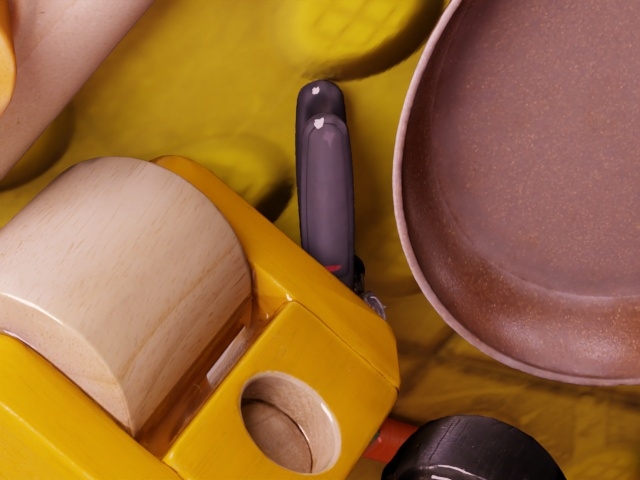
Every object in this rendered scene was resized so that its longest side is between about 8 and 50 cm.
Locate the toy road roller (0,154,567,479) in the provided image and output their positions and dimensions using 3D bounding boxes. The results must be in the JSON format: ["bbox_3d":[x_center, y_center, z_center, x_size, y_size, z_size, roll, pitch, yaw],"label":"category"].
[{"bbox_3d":[-0.065,0.148,0.895,0.329,0.202,0.240,43,127,-3],"label":"toy road roller"}]

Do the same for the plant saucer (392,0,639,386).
[{"bbox_3d":[0.176,-0.066,0.911,0.310,0.050,0.310,-9,125,-14],"label":"plant saucer"}]

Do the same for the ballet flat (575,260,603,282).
[{"bbox_3d":[0.173,0.013,1.037,0.074,0.074,0.203,-38,131,23],"label":"ballet flat"}]

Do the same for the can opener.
[{"bbox_3d":[0.000,0.000,0.956,0.073,0.059,0.186,-8,141,-12],"label":"can opener"}]

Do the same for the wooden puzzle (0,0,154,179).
[{"bbox_3d":[-0.172,-0.152,0.687,0.348,0.080,0.322,19,128,-38],"label":"wooden puzzle"}]

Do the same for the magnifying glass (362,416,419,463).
[{"bbox_3d":[0.008,0.107,1.119,0.231,0.026,0.092,22,126,-37],"label":"magnifying glass"}]
